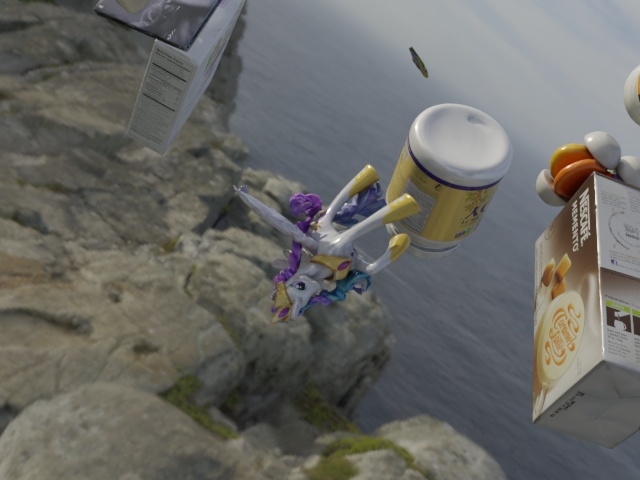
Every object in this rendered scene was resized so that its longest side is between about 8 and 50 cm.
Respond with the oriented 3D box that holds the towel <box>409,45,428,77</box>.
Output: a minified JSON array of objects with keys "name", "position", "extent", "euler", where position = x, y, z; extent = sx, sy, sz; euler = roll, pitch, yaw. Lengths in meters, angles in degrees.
[{"name":"towel","position":[0.211,-0.382,1.863],"extent":[0.060,0.009,0.083],"euler":[57,6,10]}]

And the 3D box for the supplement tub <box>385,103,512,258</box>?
[{"name":"supplement tub","position":[0.291,-0.133,2.064],"extent":[0.241,0.331,0.241],"euler":[6,52,-8]}]

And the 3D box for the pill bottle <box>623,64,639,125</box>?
[{"name":"pill bottle","position":[0.624,-0.259,1.435],"extent":[0.162,0.162,0.278],"euler":[34,-3,-6]}]

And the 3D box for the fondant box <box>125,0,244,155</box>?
[{"name":"fondant box","position":[-0.270,-0.355,1.740],"extent":[0.096,0.330,0.238],"euler":[30,57,-8]}]

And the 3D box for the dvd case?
[{"name":"dvd case","position":[-0.205,-0.391,1.263],"extent":[0.164,0.221,0.018],"euler":[25,-16,17]}]

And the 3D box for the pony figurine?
[{"name":"pony figurine","position":[0.000,0.000,1.806],"extent":[0.303,0.363,0.351],"euler":[58,-6,-33]}]

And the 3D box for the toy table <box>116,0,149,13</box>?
[{"name":"toy table","position":[-0.178,-0.352,0.807],"extent":[0.274,0.161,0.252],"euler":[36,-15,46]}]

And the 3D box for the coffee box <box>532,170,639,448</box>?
[{"name":"coffee box","position":[0.298,0.070,0.913],"extent":[0.098,0.141,0.247],"euler":[19,51,-8]}]

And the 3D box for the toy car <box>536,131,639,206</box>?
[{"name":"toy car","position":[0.478,-0.085,1.507],"extent":[0.182,0.159,0.136],"euler":[34,34,-18]}]
